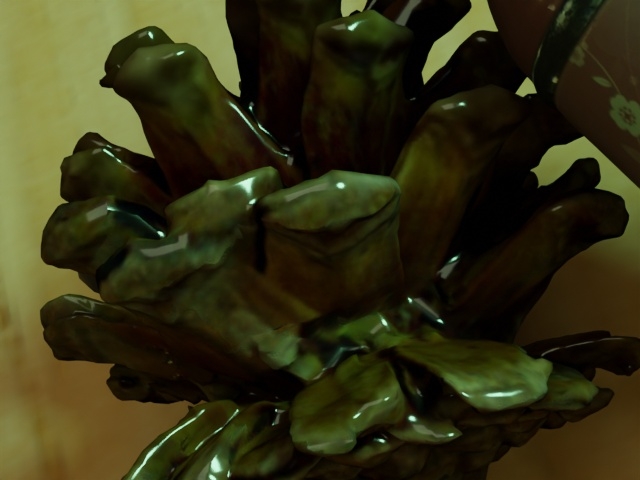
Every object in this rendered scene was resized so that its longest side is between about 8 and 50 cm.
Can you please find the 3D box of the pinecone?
[{"bbox_3d":[0.001,0.003,0.538,0.179,0.150,0.195,-17,46,12],"label":"pinecone"}]

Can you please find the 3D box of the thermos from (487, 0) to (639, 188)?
[{"bbox_3d":[0.144,-0.036,0.435,0.109,0.136,0.330,-34,71,-31],"label":"thermos"}]
